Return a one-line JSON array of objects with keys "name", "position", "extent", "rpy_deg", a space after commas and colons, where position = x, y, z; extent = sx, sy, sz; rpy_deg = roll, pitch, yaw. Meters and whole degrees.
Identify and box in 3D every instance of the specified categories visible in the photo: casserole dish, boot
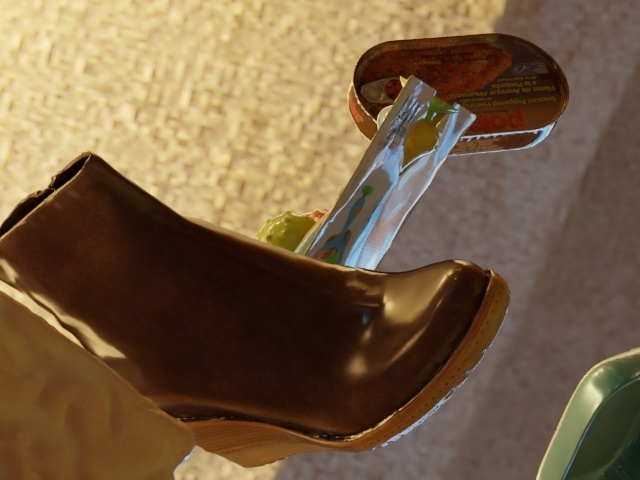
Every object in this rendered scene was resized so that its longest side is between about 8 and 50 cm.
[{"name": "casserole dish", "position": [0.219, 0.142, 1.479], "extent": [0.114, 0.037, 0.188], "rpy_deg": [-16, -39, -32]}, {"name": "boot", "position": [-0.047, 0.027, 1.033], "extent": [0.207, 0.248, 0.090], "rpy_deg": [41, -134, -20]}]

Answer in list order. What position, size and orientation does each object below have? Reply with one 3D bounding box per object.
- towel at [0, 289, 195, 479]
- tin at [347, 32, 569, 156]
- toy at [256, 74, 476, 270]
[{"name": "towel", "position": [-0.250, 0.128, 0.763], "extent": [0.317, 0.053, 0.331], "rpy_deg": [36, -113, -14]}, {"name": "tin", "position": [0.114, -0.119, 1.630], "extent": [0.190, 0.106, 0.040], "rpy_deg": [-6, -38, -20]}, {"name": "toy", "position": [0.000, 0.000, 1.231], "extent": [0.237, 0.056, 0.137], "rpy_deg": [-55, -20, 6]}]
